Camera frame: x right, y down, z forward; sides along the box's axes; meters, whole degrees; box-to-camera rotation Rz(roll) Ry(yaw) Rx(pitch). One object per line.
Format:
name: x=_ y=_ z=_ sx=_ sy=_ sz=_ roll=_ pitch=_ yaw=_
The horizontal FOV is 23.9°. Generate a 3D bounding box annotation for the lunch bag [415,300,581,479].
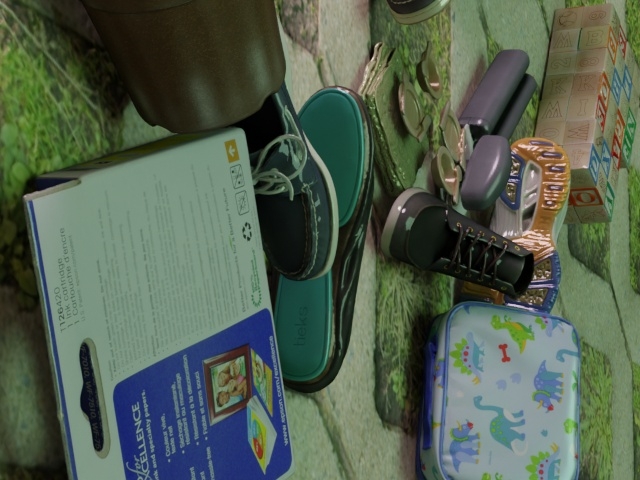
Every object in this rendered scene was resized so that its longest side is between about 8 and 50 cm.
lunch bag: x=0.194 y=0.181 z=1.668 sx=0.090 sy=0.176 sz=0.219 roll=136 pitch=-40 yaw=-66

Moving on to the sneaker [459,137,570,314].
sneaker: x=0.245 y=0.028 z=1.845 sx=0.131 sy=0.112 sz=0.296 roll=78 pitch=31 yaw=-68

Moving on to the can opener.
can opener: x=0.215 y=-0.126 z=1.812 sx=0.283 sy=0.095 sz=0.076 roll=-58 pitch=138 yaw=-39

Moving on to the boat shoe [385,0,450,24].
boat shoe: x=0.099 y=-0.360 z=1.618 sx=0.092 sy=0.102 sz=0.285 roll=45 pitch=45 yaw=-46

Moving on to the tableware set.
tableware set: x=0.127 y=-0.130 z=1.658 sx=0.169 sy=0.020 sz=0.141 roll=61 pitch=29 yaw=-32

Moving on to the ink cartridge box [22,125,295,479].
ink cartridge box: x=-0.131 y=0.085 z=1.148 sx=0.307 sy=0.072 sz=0.304 roll=-24 pitch=109 yaw=-59

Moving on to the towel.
towel: x=0.077 y=-0.127 z=1.619 sx=0.148 sy=0.027 sz=0.110 roll=66 pitch=32 yaw=-33

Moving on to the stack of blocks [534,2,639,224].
stack of blocks: x=0.381 y=-0.168 z=2.155 sx=0.171 sy=0.087 sz=0.297 roll=55 pitch=41 yaw=-46

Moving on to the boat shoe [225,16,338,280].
boat shoe: x=-0.050 y=-0.081 z=1.290 sx=0.079 sy=0.095 sz=0.255 roll=-32 pitch=114 yaw=-62

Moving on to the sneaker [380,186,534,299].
sneaker: x=0.154 y=0.004 z=1.634 sx=0.222 sy=0.118 sz=0.083 roll=13 pitch=98 yaw=-62

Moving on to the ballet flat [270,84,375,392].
ballet flat: x=0.000 y=0.000 z=1.398 sx=0.096 sy=0.095 sz=0.280 roll=18 pitch=81 yaw=-72

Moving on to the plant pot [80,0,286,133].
plant pot: x=-0.103 y=-0.182 z=1.141 sx=0.167 sy=0.167 sz=0.165 roll=-67 pitch=150 yaw=-41
